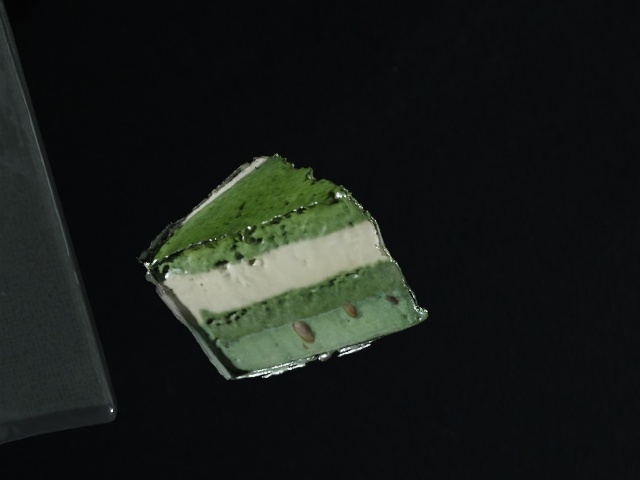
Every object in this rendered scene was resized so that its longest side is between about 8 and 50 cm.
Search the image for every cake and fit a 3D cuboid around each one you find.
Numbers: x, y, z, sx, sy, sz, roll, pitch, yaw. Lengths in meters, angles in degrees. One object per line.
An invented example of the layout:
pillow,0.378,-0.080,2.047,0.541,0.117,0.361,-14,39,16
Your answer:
cake,0.003,0.000,1.282,0.284,0.158,0.172,-18,-156,47

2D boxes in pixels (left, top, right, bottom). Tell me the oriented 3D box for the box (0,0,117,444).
box,-0.300,-0.036,0.897,0.251,0.204,0.345,-16,-78,-11
